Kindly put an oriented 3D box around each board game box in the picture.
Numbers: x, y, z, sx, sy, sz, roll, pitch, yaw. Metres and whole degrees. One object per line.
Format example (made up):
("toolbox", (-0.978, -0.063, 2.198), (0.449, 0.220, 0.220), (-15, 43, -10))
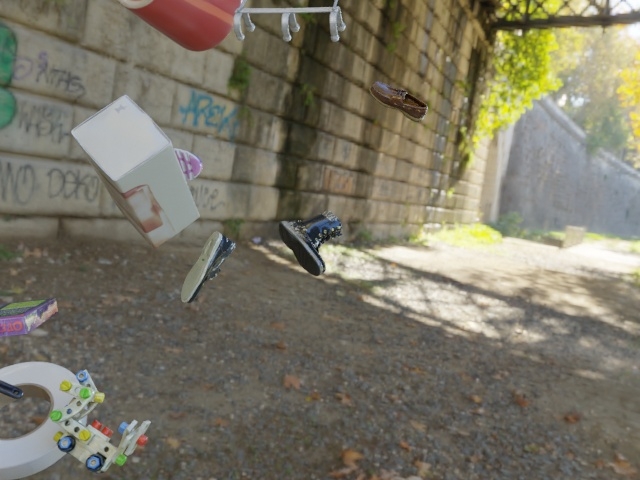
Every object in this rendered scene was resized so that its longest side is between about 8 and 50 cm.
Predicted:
("board game box", (-0.848, 0.198, 1.552), (0.346, 0.056, 0.208), (-6, 4, -2))

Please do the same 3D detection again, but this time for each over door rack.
("over door rack", (-0.058, -0.566, 1.514), (0.239, 0.324, 0.108), (2, -41, 6))

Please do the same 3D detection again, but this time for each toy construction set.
("toy construction set", (-0.635, 0.531, 1.833), (0.327, 0.215, 0.151), (24, -24, 23))

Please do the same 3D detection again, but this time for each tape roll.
("tape roll", (-0.918, 0.541, 1.960), (0.391, 0.072, 0.392), (2, 39, -2))

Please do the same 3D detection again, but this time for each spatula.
("spatula", (-0.921, 0.342, 1.683), (0.296, 0.084, 0.030), (30, -43, -11))

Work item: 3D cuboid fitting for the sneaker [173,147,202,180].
("sneaker", (-0.437, -0.216, 1.807), (0.236, 0.095, 0.104), (0, 13, 15))

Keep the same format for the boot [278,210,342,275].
("boot", (0.000, -0.002, 1.917), (0.178, 0.085, 0.236), (-18, 44, -26))

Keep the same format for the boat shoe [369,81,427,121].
("boat shoe", (0.224, -0.404, 1.811), (0.178, 0.064, 0.060), (29, -26, 0))

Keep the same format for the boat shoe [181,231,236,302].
("boat shoe", (-0.336, 0.091, 1.913), (0.079, 0.233, 0.084), (32, -1, -37))

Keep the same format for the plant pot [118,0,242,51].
("plant pot", (-0.367, -0.638, 1.599), (0.274, 0.275, 0.243), (11, 6, 27))

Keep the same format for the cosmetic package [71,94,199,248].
("cosmetic package", (-0.358, -0.125, 1.279), (0.153, 0.129, 0.296), (45, -17, 20))
